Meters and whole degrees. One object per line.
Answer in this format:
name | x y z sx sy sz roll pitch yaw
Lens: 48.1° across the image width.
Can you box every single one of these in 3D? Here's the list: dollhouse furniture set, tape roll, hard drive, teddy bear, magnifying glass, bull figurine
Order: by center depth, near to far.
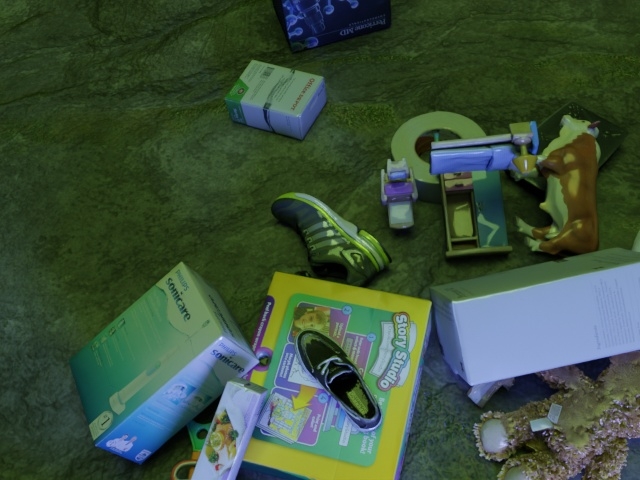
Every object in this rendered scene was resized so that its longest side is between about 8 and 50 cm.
teddy bear | 0.437 0.324 1.245 0.338 0.113 0.245 -41 52 -11
magnifying glass | -0.221 0.371 1.336 0.092 0.026 0.231 -1 57 7
dollhouse furniture set | 0.262 -0.084 1.384 0.286 0.303 0.198 -5 79 4
bull figurine | 0.492 -0.111 1.466 0.188 0.101 0.311 -3 83 -5
hard drive | 0.546 -0.192 1.607 0.254 0.054 0.172 -42 60 -18
tape roll | 0.271 -0.192 1.635 0.219 0.072 0.219 -3 55 5

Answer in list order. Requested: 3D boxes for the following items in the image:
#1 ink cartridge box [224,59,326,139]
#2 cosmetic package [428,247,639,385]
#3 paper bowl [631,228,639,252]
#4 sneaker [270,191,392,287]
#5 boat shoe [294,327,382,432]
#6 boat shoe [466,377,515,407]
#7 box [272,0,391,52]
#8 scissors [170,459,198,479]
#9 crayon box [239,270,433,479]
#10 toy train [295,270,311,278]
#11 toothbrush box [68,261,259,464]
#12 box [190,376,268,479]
ink cartridge box | -0.107 -0.352 1.788 0.208 0.087 0.153 18 59 20
cosmetic package | 0.407 0.127 1.281 0.384 0.217 0.156 -10 93 -4
paper bowl | 0.710 0.057 1.281 0.147 0.284 0.284 1 51 -22
sneaker | 0.000 0.000 1.519 0.299 0.111 0.121 31 69 28
boat shoe | 0.030 0.228 1.231 0.077 0.070 0.219 -38 63 -12
boat shoe | 0.334 0.261 1.328 0.135 0.050 0.045 -33 69 -12
box | 0.009 -0.732 1.849 0.293 0.396 0.212 -17 56 -3
scissors | -0.122 0.449 1.256 0.296 0.021 0.109 4 55 4
crayon box | 0.019 0.261 1.317 0.312 0.106 0.363 11 64 13
toy train | -0.021 0.128 1.479 0.036 0.027 0.158 -8 54 -10
toothbrush box | -0.293 0.221 1.319 0.295 0.126 0.216 -42 47 2
box | -0.176 0.390 1.196 0.063 0.067 0.324 20 89 11
